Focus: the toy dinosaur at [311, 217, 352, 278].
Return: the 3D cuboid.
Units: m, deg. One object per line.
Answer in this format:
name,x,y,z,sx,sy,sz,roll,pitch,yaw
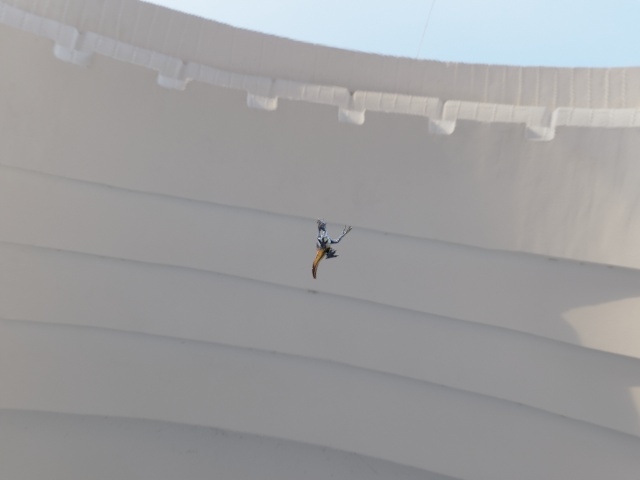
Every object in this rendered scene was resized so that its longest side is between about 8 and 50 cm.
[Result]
toy dinosaur,0.000,0.000,0.818,0.047,0.082,0.090,42,-90,-15
